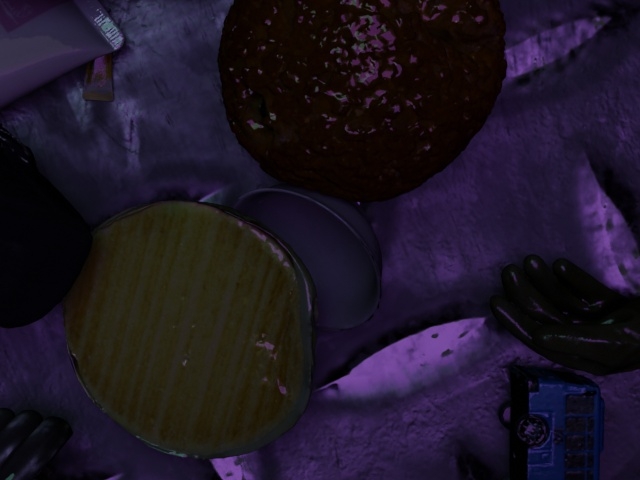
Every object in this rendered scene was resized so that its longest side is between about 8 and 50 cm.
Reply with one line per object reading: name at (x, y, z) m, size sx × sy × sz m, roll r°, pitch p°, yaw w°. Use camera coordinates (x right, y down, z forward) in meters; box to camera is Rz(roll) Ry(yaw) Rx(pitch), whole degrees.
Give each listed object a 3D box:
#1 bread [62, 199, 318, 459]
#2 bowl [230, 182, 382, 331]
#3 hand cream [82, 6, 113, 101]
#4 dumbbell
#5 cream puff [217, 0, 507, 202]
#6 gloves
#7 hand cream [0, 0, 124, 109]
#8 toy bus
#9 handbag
bread at (-0.141, 0.097, 1.197) m, size 0.301 × 0.045 × 0.301 m, roll 3°, pitch 105°, yaw 10°
bowl at (0.000, 0.000, 1.193) m, size 0.189 × 0.189 × 0.086 m, roll 42°, pitch 50°, yaw -3°
hand cream at (-0.242, -0.205, 1.224) m, size 0.035 × 0.022 × 0.102 m, roll 4°, pitch 96°, yaw -10°
dumbbell at (-0.431, 0.167, 1.154) m, size 0.406 × 0.179 × 0.179 m, roll 41°, pitch 90°, yaw -3°
cream puff at (0.045, -0.200, 1.111) m, size 0.303 × 0.212 × 0.303 m, roll 2°, pitch 62°, yaw -4°
gloves at (0.317, 0.093, 1.209) m, size 0.268 × 0.135 × 0.107 m, roll 15°, pitch 117°, yaw 9°
hand cream at (-0.403, -0.183, 1.180) m, size 0.359 × 0.118 × 0.185 m, roll -37°, pitch 86°, yaw -7°
toy bus at (0.256, 0.233, 1.226) m, size 0.106 × 0.090 × 0.184 m, roll 0°, pitch 94°, yaw -3°
handbag at (-0.375, -0.021, 1.105) m, size 0.181 × 0.254 × 0.181 m, roll 45°, pitch 110°, yaw 36°
